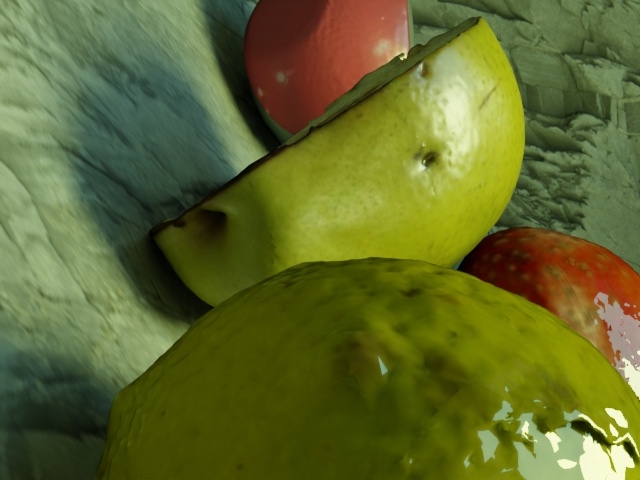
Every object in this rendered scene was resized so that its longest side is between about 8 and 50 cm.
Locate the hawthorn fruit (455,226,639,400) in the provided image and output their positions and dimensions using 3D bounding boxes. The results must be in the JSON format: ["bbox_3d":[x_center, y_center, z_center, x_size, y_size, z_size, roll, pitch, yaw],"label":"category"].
[{"bbox_3d":[0.229,0.156,1.057,0.330,0.287,0.287,45,3,27],"label":"hawthorn fruit"}]

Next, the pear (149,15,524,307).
[{"bbox_3d":[0.048,-0.039,1.037,0.386,0.340,0.191,-40,98,-37],"label":"pear"}]

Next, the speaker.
[{"bbox_3d":[0.038,-0.223,1.467,0.294,0.294,0.294,59,17,-30],"label":"speaker"}]

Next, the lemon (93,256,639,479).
[{"bbox_3d":[0.026,0.177,0.683,0.387,0.350,0.350,21,-36,61],"label":"lemon"}]

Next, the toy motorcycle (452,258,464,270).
[{"bbox_3d":[0.156,0.031,1.687,0.232,0.172,0.416,59,24,-50],"label":"toy motorcycle"}]
